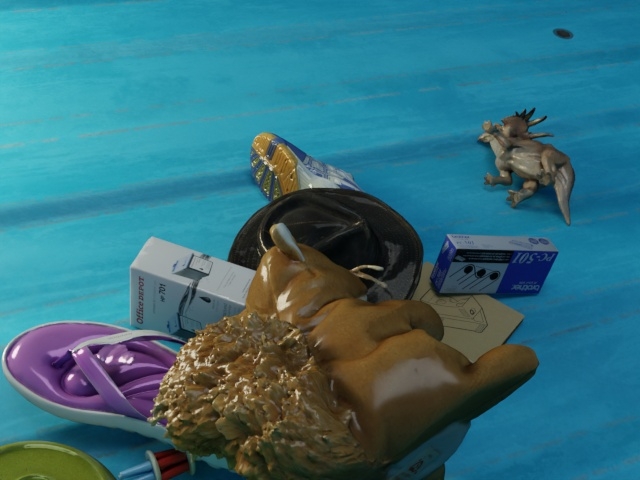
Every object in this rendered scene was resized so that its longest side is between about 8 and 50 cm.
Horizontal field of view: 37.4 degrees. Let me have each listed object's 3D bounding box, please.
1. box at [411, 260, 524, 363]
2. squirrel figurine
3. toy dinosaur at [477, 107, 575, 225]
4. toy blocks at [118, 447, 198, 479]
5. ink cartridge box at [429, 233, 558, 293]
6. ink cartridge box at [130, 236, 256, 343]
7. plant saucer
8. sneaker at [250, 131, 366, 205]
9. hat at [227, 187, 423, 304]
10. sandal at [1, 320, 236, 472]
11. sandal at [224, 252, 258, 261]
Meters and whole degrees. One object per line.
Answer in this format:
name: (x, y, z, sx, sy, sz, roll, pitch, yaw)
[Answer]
box: (0.225, 0.126, 1.614, 0.201, 0.021, 0.164, 29, 44, 21)
squirrel figurine: (-0.011, 0.149, 1.195, 0.397, 0.281, 0.370, -10, 47, -38)
toy dinosaur: (0.435, -0.168, 1.923, 0.296, 0.127, 0.200, 42, 43, 23)
toy blocks: (-0.219, 0.281, 1.317, 0.148, 0.054, 0.123, -14, 48, -26)
ink cartridge box: (0.301, 0.042, 1.644, 0.207, 0.097, 0.046, 2, 35, -23)
ink cartridge box: (-0.195, 0.092, 1.470, 0.191, 0.139, 0.082, 17, 43, 8)
plant saucer: (-0.363, 0.333, 1.202, 0.241, 0.037, 0.241, 11, 30, -6)
sneaker: (-0.010, -0.101, 1.775, 0.131, 0.111, 0.296, -15, 50, -46)
hat: (0.000, 0.000, 1.538, 0.332, 0.134, 0.331, -4, 53, 5)
sandal: (-0.239, 0.184, 1.303, 0.417, 0.102, 0.169, 17, 42, 9)
sandal: (-0.098, 0.046, 1.619, 0.179, 0.040, 0.067, -3, 43, -16)
